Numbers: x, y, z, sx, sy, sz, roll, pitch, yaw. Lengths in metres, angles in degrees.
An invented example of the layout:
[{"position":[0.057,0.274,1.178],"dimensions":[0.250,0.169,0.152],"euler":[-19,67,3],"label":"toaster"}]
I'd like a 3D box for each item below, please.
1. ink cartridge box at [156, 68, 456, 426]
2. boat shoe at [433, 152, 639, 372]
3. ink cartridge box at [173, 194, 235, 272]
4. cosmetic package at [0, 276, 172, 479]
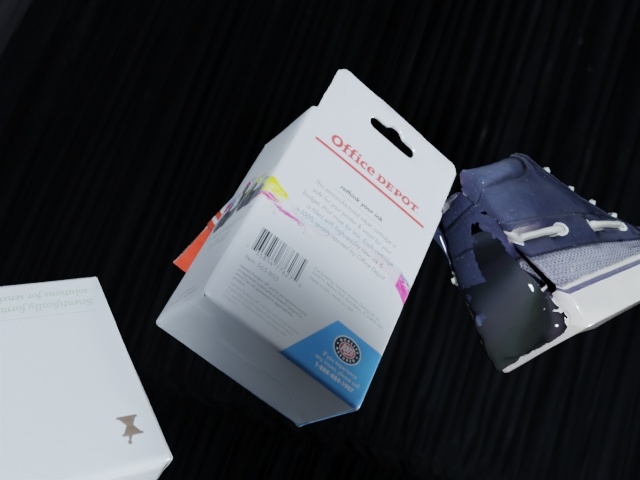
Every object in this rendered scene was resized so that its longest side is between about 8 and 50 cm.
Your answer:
[{"position":[0.000,0.000,0.525],"dimensions":[0.104,0.181,0.061],"euler":[39,144,-16],"label":"ink cartridge box"},{"position":[0.224,-0.006,0.802],"dimensions":[0.127,0.158,0.340],"euler":[-38,163,35],"label":"boat shoe"},{"position":[-0.048,-0.003,0.684],"dimensions":[0.063,0.115,0.029],"euler":[42,-176,-28],"label":"ink cartridge box"},{"position":[-0.265,0.201,0.635],"dimensions":[0.197,0.155,0.365],"euler":[-4,140,-37],"label":"cosmetic package"}]
